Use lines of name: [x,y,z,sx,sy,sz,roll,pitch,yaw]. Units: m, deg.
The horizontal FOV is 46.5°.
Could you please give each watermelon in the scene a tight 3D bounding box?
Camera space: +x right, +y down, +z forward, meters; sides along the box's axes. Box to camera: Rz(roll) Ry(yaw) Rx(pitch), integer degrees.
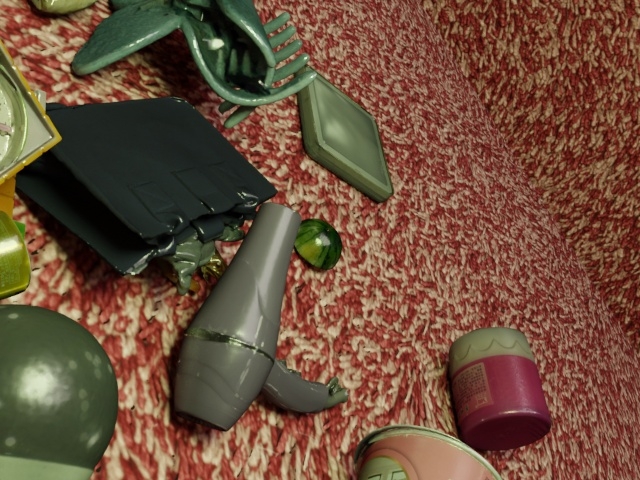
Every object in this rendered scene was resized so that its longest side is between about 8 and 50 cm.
watermelon: [0.000,0.000,1.341,0.105,0.062,0.105,34,31,-24]

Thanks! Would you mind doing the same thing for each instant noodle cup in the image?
instant noodle cup: [0.114,0.418,0.990,0.244,0.244,0.255,51,38,-13]

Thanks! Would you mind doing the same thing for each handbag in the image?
handbag: [-0.214,-0.068,0.992,0.269,0.118,0.326,43,29,12]

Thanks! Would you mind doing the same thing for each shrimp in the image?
shrimp: [-0.175,0.035,1.056,0.162,0.045,0.095,47,31,-7]

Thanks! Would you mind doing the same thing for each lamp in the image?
lamp: [0.053,-0.238,1.662,0.269,0.047,0.266,30,40,-40]
lamp: [-0.283,0.213,0.657,0.182,0.182,0.313,16,81,-50]

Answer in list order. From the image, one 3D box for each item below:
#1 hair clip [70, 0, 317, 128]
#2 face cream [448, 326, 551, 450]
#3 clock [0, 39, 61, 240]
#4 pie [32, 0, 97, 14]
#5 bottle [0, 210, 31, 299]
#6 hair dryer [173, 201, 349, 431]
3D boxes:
hair clip: [-0.166,-0.357,1.206,0.238,0.392,0.318,48,13,-37]
face cream: [0.350,0.294,1.480,0.175,0.175,0.195,33,38,-38]
clock: [-0.391,-0.108,0.700,0.309,0.166,0.235,13,76,-57]
pie: [-0.443,-0.482,1.107,0.337,0.075,0.337,37,35,-32]
bottle: [-0.387,0.048,0.599,0.286,0.082,0.082,-21,80,-40]
hair dryer: [-0.048,0.152,1.060,0.361,0.121,0.301,49,53,-49]
